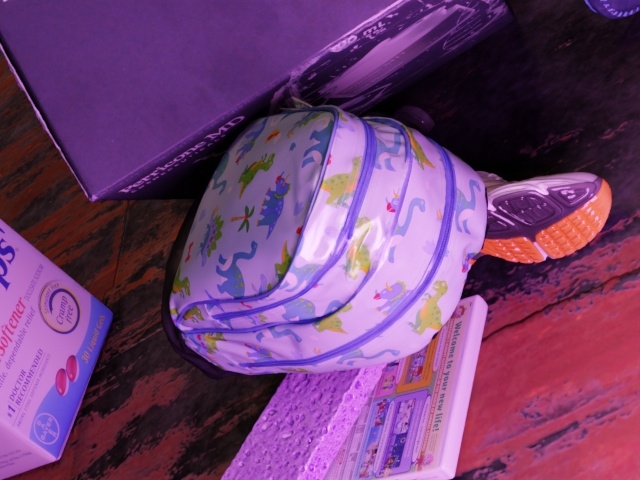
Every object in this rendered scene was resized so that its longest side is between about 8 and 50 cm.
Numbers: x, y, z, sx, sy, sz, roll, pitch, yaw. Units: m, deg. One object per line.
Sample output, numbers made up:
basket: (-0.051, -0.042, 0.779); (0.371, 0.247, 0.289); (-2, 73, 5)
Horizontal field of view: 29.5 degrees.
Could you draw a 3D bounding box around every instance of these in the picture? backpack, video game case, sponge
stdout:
backpack: (0.000, 0.000, 1.211); (0.355, 0.273, 0.290); (8, 67, 43)
video game case: (0.071, 0.164, 1.241); (0.193, 0.023, 0.212); (-20, 37, 37)
sponge: (-0.011, 0.180, 1.265); (0.117, 0.031, 0.210); (1, 52, 52)

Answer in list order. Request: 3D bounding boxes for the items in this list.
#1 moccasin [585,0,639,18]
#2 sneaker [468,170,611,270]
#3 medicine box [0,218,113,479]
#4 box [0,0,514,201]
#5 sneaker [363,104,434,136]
moccasin: (0.438, -0.374, 1.345); (0.342, 0.138, 0.117); (-44, 34, 4)
sneaker: (0.186, -0.038, 1.281); (0.262, 0.099, 0.121); (-17, 36, 37)
medicine box: (-0.465, 0.137, 1.661); (0.149, 0.289, 0.263); (-22, 37, 34)
box: (-0.059, -0.284, 1.439); (0.480, 0.297, 0.472); (-31, -6, 13)
sneaker: (0.073, -0.124, 1.569); (0.089, 0.051, 0.170); (-54, 26, -18)
